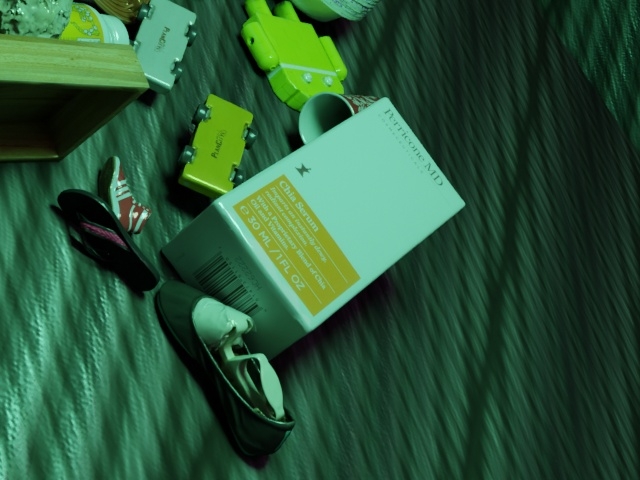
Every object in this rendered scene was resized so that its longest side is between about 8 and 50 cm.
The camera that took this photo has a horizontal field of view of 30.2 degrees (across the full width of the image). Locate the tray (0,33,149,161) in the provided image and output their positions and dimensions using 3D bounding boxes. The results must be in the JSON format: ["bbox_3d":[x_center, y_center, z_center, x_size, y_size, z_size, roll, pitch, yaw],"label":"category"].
[{"bbox_3d":[-0.427,-0.172,1.443,0.411,0.202,0.076,-8,70,-54],"label":"tray"}]

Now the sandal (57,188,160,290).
[{"bbox_3d":[-0.287,0.003,1.589,0.179,0.067,0.040,49,44,-10],"label":"sandal"}]

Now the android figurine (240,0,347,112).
[{"bbox_3d":[-0.045,-0.340,2.225,0.248,0.056,0.273,2,56,-51],"label":"android figurine"}]

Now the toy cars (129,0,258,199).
[{"bbox_3d":[-0.218,-0.214,1.861,0.176,0.087,0.394,-13,65,-38],"label":"toy cars"}]

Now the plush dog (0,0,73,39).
[{"bbox_3d":[-0.406,-0.344,1.504,0.225,0.210,0.262,50,50,-33],"label":"plush dog"}]

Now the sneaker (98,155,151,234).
[{"bbox_3d":[-0.276,-0.061,1.679,0.067,0.042,0.119,18,53,-36],"label":"sneaker"}]

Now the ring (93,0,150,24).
[{"bbox_3d":[-0.358,-0.508,1.906,0.337,0.032,0.337,57,20,-34],"label":"ring"}]

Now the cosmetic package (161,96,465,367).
[{"bbox_3d":[0.003,-0.022,1.809,0.230,0.161,0.453,53,43,0],"label":"cosmetic package"}]

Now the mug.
[{"bbox_3d":[0.046,-0.193,2.111,0.113,0.150,0.169,24,19,24],"label":"mug"}]

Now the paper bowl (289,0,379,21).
[{"bbox_3d":[-0.008,-0.550,2.355,0.284,0.148,0.284,41,23,-21],"label":"paper bowl"}]

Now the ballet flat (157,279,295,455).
[{"bbox_3d":[-0.118,0.158,1.620,0.280,0.096,0.095,57,34,8],"label":"ballet flat"}]

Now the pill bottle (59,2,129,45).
[{"bbox_3d":[-0.377,-0.284,1.696,0.208,0.117,0.118,-9,66,-53],"label":"pill bottle"}]
